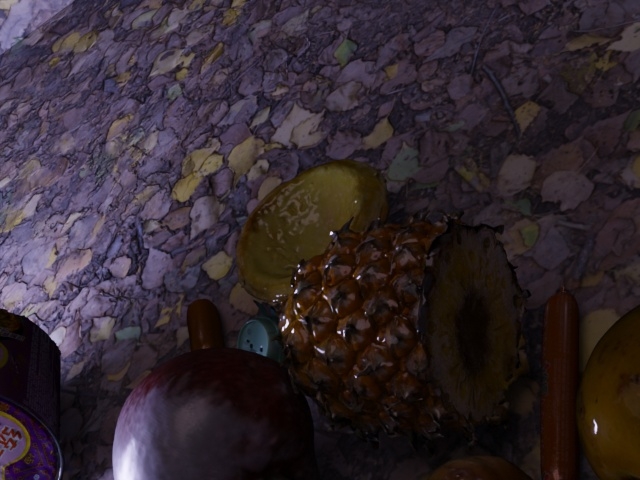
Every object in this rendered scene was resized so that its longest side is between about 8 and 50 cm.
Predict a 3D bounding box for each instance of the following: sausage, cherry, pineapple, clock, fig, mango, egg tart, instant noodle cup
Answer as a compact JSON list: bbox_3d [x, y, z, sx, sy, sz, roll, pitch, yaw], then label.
[{"bbox_3d":[-0.201,0.158,2.309,0.062,0.054,0.183,-8,41,-3],"label":"sausage"},{"bbox_3d":[-0.162,0.325,1.955,0.335,0.291,0.326,-21,69,45],"label":"cherry"},{"bbox_3d":[0.112,0.131,1.863,0.300,0.352,0.352,-13,47,40],"label":"pineapple"},{"bbox_3d":[0.330,0.206,1.825,0.053,0.053,0.347,-16,46,29],"label":"sausage"},{"bbox_3d":[-0.097,0.168,2.178,0.101,0.041,0.135,17,98,48],"label":"clock"},{"bbox_3d":[0.179,0.356,1.769,0.257,0.159,0.159,-3,52,60],"label":"fig"},{"bbox_3d":[0.517,0.157,1.585,0.446,0.232,0.300,-32,35,2],"label":"mango"},{"bbox_3d":[0.000,0.000,2.234,0.315,0.120,0.315,-22,42,21],"label":"egg tart"},{"bbox_3d":[-0.603,0.289,2.330,0.340,0.340,0.266,-27,34,18],"label":"instant noodle cup"}]
